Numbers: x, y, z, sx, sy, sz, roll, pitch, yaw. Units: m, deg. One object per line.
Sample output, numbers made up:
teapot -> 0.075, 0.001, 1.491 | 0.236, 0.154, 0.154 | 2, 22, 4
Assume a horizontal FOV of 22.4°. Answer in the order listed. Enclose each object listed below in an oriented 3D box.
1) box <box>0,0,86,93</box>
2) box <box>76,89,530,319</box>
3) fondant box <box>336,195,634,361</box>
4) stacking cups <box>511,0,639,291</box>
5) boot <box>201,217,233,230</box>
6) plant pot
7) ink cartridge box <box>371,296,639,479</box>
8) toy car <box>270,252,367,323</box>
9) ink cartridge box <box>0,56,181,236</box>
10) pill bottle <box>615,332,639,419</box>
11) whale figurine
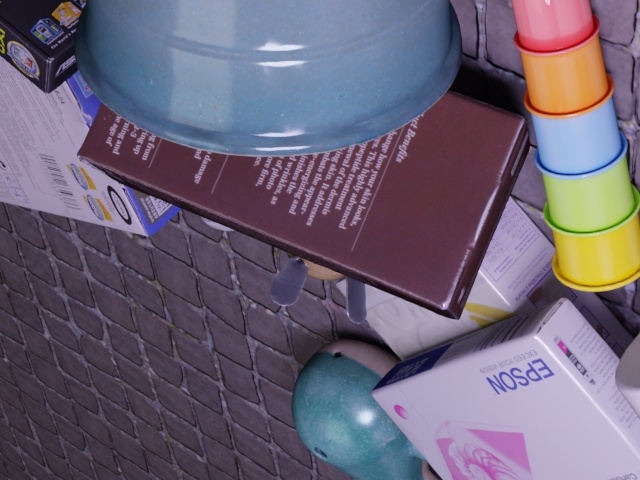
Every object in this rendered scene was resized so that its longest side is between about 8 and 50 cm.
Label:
box -> -0.254, -0.299, 1.608 | 0.216, 0.270, 0.060 | 40, 151, 11
box -> -0.011, -0.085, 1.531 | 0.381, 0.191, 0.143 | 23, 176, 13
fondant box -> 0.200, 0.111, 1.715 | 0.330, 0.096, 0.238 | 48, 150, -5
stacking cups -> 0.232, -0.107, 1.432 | 0.096, 0.096, 0.316 | 18, 135, 39
boot -> -0.096, -0.087, 1.806 | 0.123, 0.095, 0.258 | 23, 153, -29
plant pot -> -0.044, -0.303, 1.313 | 0.341, 0.341, 0.334 | 28, 138, 28
ink cartridge box -> 0.244, 0.231, 1.645 | 0.330, 0.071, 0.324 | 50, 149, -5
toy car -> 0.000, 0.000, 1.651 | 0.155, 0.188, 0.149 | 11, 143, -16
ink cartridge box -> -0.294, -0.163, 1.944 | 0.395, 0.151, 0.270 | 14, 138, 45
pill bottle -> 0.434, 0.214, 1.434 | 0.361, 0.204, 0.204 | 52, 150, -11
whale figurine -> 0.061, 0.253, 2.015 | 0.216, 0.141, 0.272 | 11, 136, 45
